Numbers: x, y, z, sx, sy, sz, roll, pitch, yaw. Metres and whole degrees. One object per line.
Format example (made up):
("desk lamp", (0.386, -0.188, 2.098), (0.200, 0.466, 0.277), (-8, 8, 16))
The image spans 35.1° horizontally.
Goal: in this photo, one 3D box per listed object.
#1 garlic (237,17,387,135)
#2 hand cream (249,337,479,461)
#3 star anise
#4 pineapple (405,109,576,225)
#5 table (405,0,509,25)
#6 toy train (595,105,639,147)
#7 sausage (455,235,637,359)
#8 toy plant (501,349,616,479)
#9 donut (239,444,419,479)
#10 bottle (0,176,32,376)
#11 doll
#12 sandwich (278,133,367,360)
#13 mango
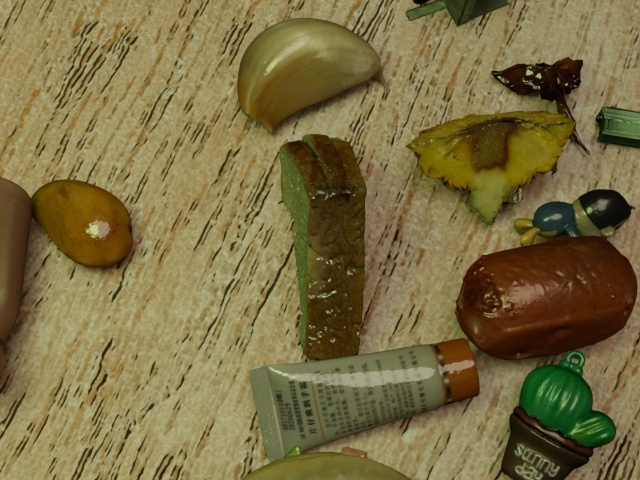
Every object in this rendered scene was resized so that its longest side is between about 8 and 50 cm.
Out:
("garlic", (-0.020, -0.272, 1.599), (0.244, 0.145, 0.164), (-19, 102, -11))
("hand cream", (0.064, 0.218, 1.417), (0.314, 0.089, 0.140), (-10, 96, -7))
("star anise", (0.375, -0.222, 1.629), (0.158, 0.144, 0.140), (-11, 24, -14))
("pineapple", (0.270, -0.121, 1.566), (0.249, 0.140, 0.164), (-15, 111, 8))
("table", (0.233, -0.417, 1.642), (0.175, 0.146, 0.062), (-23, 71, -11))
("toy train", (0.487, -0.181, 1.619), (0.093, 0.038, 0.056), (9, 71, 1))
("sausage", (0.325, 0.080, 1.447), (0.267, 0.153, 0.141), (-10, 55, -9))
("toy plant", (0.332, 0.252, 1.397), (0.142, 0.105, 0.200), (29, 88, 20))
("donut", (0.011, 0.406, 1.238), (0.371, 0.150, 0.307), (33, 88, -16))
("bottle", (-0.494, 0.060, 1.394), (0.173, 0.206, 0.297), (17, 64, -35))
("doll", (0.387, -0.026, 1.530), (0.179, 0.089, 0.102), (-16, 31, 9))
("sandwich", (0.005, 0.000, 1.486), (0.099, 0.289, 0.254), (-5, 24, -11))
("mango", (-0.348, -0.031, 1.499), (0.115, 0.089, 0.165), (-41, 72, -7))
